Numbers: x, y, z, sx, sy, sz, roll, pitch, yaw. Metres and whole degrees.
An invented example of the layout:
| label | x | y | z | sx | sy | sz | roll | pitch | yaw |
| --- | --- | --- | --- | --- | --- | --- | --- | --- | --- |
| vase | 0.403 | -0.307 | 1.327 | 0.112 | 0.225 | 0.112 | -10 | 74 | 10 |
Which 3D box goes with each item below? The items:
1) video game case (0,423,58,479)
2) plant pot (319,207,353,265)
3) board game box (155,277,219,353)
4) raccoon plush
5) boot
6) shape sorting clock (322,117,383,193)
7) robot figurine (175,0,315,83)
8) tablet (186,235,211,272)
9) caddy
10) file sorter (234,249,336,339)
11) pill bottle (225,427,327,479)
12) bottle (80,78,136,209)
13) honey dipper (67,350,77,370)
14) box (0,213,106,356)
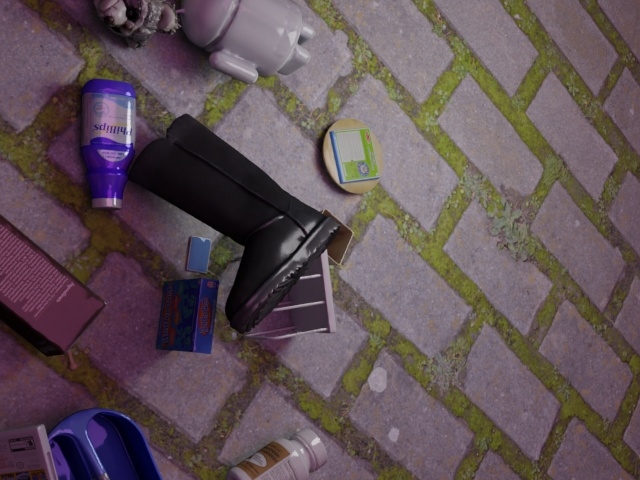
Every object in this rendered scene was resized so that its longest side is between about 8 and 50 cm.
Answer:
| label | x | y | z | sx | sy | sz | roll | pitch | yaw |
| --- | --- | --- | --- | --- | --- | --- | --- | --- | --- |
| video game case | -0.611 | 0.473 | 1.615 | 0.026 | 0.226 | 0.206 | -23 | 101 | -71 |
| plant pot | 0.000 | 0.000 | 2.110 | 0.109 | 0.096 | 0.109 | 41 | 55 | -25 |
| board game box | -0.298 | 0.168 | 1.837 | 0.047 | 0.210 | 0.160 | 11 | 79 | -31 |
| raccoon plush | -0.387 | -0.653 | 1.868 | 0.299 | 0.216 | 0.446 | 49 | 62 | -29 |
| boot | -0.231 | -0.047 | 1.779 | 0.445 | 0.146 | 0.367 | 37 | 47 | 7 |
| shape sorting clock | 0.088 | -0.227 | 2.226 | 0.206 | 0.040 | 0.206 | 6 | 79 | -32 |
| robot figurine | -0.185 | -0.524 | 1.978 | 0.353 | 0.199 | 0.300 | 20 | 65 | -31 |
| tablet | -0.290 | 0.034 | 1.976 | 0.054 | 0.006 | 0.083 | 13 | 80 | -32 |
| caddy | -0.462 | 0.513 | 1.718 | 0.241 | 0.179 | 0.341 | -27 | 100 | -33 |
| file sorter | -0.096 | 0.093 | 1.991 | 0.173 | 0.193 | 0.278 | -6 | 89 | -30 |
| pill bottle | -0.101 | 0.550 | 1.979 | 0.229 | 0.131 | 0.131 | -27 | 101 | -32 |
| bottle | -0.470 | -0.210 | 1.827 | 0.118 | 0.092 | 0.283 | 3 | 84 | -28 |
| honey dipper | -0.550 | 0.204 | 1.776 | 0.030 | 0.030 | 0.161 | -20 | 98 | -33 |
| box | -0.625 | 0.060 | 1.624 | 0.381 | 0.191 | 0.143 | 42 | 65 | -15 |
